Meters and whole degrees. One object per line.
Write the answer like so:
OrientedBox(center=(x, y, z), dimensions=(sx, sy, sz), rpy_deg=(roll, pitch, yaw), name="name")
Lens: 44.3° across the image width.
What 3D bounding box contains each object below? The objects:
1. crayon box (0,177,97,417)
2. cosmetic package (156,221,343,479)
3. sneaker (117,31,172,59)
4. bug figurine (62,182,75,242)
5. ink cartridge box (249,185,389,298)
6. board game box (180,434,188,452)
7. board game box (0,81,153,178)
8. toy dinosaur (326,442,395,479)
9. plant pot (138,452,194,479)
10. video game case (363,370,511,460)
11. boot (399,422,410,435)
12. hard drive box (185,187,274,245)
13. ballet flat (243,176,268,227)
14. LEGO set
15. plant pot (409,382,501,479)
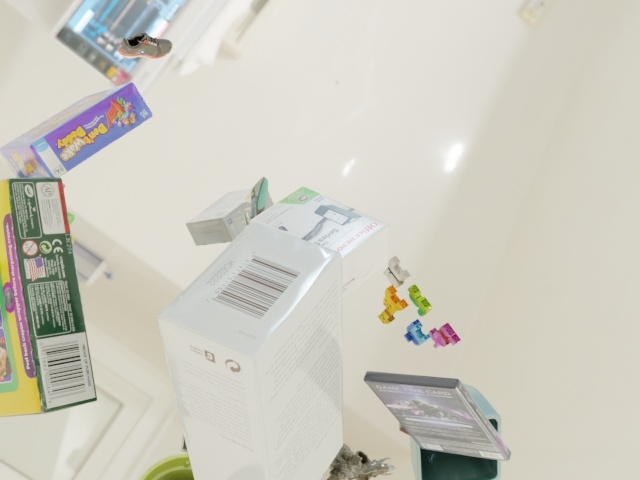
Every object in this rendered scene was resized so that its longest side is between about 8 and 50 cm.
OrientedBox(center=(-0.519, 0.107, 1.310), dimensions=(0.106, 0.362, 0.313), rpy_deg=(-5, 173, -45), name="crayon box")
OrientedBox(center=(-0.085, 0.226, 1.192), dimensions=(0.230, 0.162, 0.453), rpy_deg=(-48, 148, -41), name="cosmetic package")
OrientedBox(center=(-0.474, -0.538, 2.156), dimensions=(0.158, 0.061, 0.065), rpy_deg=(-17, 157, -34), name="sneaker")
OrientedBox(center=(-0.671, -0.061, 1.769), dimensions=(0.072, 0.216, 0.279), rpy_deg=(91, -23, -43), name="bug figurine")
OrientedBox(center=(0.000, 0.000, 1.854), dimensions=(0.198, 0.273, 0.114), rpy_deg=(-36, 138, -39), name="ink cartridge box")
OrientedBox(center=(-0.395, 0.609, 2.694), dimensions=(0.030, 0.136, 0.259), rpy_deg=(129, -28, -47), name="board game box")
OrientedBox(center=(-0.512, -0.220, 1.617), dimensions=(0.233, 0.078, 0.347), rpy_deg=(-38, -158, -22), name="board game box")
OrientedBox(center=(0.029, 0.528, 1.962), dimensions=(0.121, 0.314, 0.160), rpy_deg=(-57, 170, -6), name="toy dinosaur")
OrientedBox(center=(-0.344, 0.700, 1.954), dimensions=(0.276, 0.276, 0.254), rpy_deg=(-61, 179, -35), name="plant pot")
OrientedBox(center=(0.226, 0.337, 1.502), dimensions=(0.196, 0.274, 0.026), rpy_deg=(-2, -132, 37), name="video game case")
OrientedBox(center=(0.269, 0.477, 2.055), dimensions=(0.106, 0.114, 0.037), rpy_deg=(-55, 174, -32), name="boot")
OrientedBox(center=(-0.289, -0.081, 2.549), dimensions=(0.181, 0.089, 0.232), rpy_deg=(-6, -154, 40), name="hard drive box")
OrientedBox(center=(-0.187, -0.094, 2.224), dimensions=(0.070, 0.070, 0.188), rpy_deg=(-84, 180, -67), name="ballet flat")
OrientedBox(center=(0.182, 0.158, 1.686), dimensions=(0.087, 0.227, 0.093), rpy_deg=(-26, 163, -34), name="LEGO set")
OrientedBox(center=(0.373, 0.555, 2.328), dimensions=(0.248, 0.247, 0.252), rpy_deg=(-9, -153, -6), name="plant pot")
